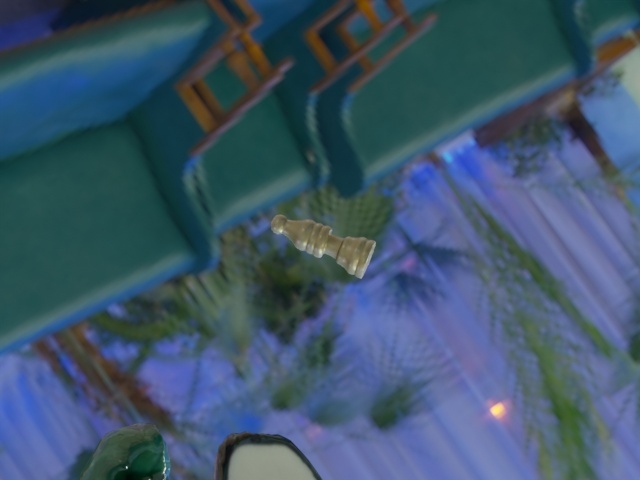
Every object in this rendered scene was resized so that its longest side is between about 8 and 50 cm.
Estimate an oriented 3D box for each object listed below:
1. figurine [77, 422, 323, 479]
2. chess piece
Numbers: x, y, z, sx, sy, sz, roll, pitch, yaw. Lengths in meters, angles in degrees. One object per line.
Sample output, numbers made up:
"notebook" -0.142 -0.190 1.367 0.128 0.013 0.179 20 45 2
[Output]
"figurine" -0.139 0.286 1.034 0.340 0.324 0.231 -34 142 26
"chess piece" 0.000 0.000 1.338 0.035 0.092 0.035 22 90 -83
